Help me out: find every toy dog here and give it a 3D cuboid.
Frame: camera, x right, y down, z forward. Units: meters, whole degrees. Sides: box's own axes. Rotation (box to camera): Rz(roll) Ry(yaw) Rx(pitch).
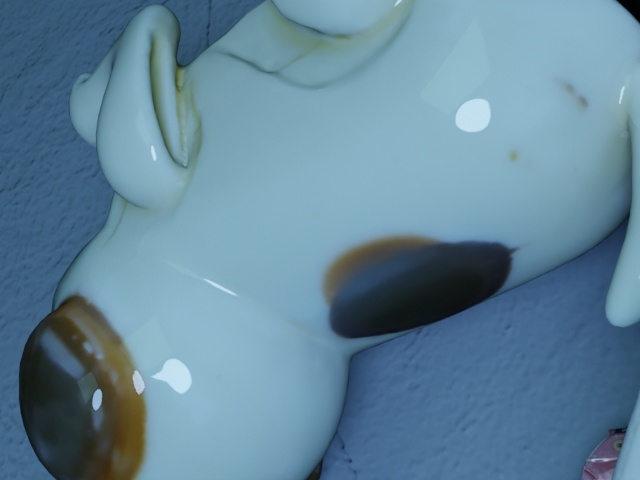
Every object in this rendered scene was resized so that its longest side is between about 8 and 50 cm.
[{"bbox_3d":[0.000,0.000,0.670,0.408,0.284,0.395,-48,58,8],"label":"toy dog"}]

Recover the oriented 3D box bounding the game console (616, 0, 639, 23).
[{"bbox_3d":[0.270,-0.113,0.499,0.060,0.386,0.342,-27,53,-12],"label":"game console"}]

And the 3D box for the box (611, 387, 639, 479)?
[{"bbox_3d":[0.201,0.121,0.469,0.148,0.121,0.311,20,117,21],"label":"box"}]

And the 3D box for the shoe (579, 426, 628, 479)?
[{"bbox_3d":[0.206,0.116,0.614,0.081,0.063,0.178,30,89,29],"label":"shoe"}]
